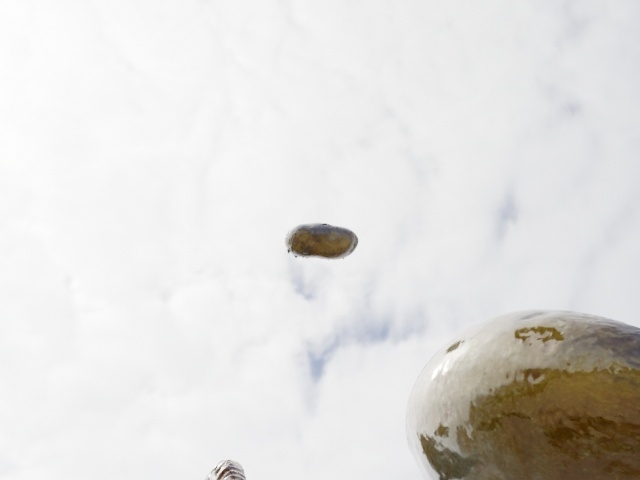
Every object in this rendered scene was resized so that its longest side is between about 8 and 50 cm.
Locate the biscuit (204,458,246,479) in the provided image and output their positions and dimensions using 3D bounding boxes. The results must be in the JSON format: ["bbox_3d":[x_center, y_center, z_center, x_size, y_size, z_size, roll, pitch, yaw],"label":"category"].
[{"bbox_3d":[-0.136,0.370,0.792,0.038,0.305,0.305,18,-67,-10],"label":"biscuit"}]

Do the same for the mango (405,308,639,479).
[{"bbox_3d":[0.167,0.134,0.535,0.193,0.146,0.316,38,-23,-4],"label":"mango"}]

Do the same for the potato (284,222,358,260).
[{"bbox_3d":[0.000,0.000,0.869,0.083,0.051,0.040,1,-68,13],"label":"potato"}]
